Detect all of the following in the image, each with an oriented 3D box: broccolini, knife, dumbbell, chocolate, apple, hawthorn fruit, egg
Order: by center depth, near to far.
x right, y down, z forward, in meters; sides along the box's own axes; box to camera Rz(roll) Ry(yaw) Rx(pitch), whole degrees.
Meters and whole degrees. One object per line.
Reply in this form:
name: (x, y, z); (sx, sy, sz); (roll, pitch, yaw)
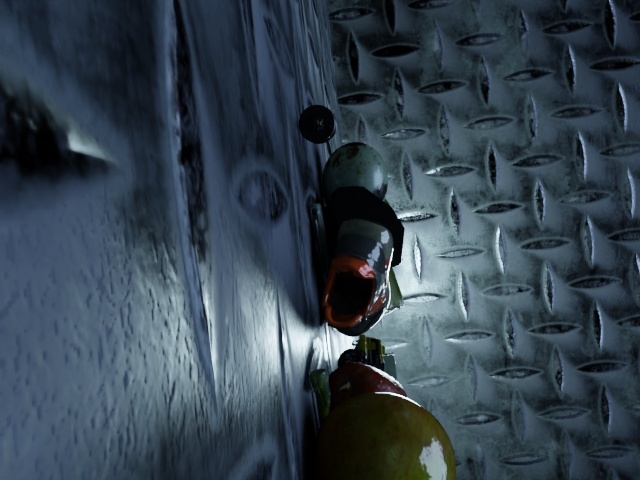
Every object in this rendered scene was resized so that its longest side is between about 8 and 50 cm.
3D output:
apple: (0.080, 0.303, 0.687); (0.196, 0.195, 0.196); (-6, 90, -85)
broccolini: (0.025, 0.307, 0.812); (0.071, 0.057, 0.255); (20, -57, 47)
hawthorn fruit: (0.065, 0.273, 0.891); (0.204, 0.162, 0.163); (59, 17, -28)
dumbbell: (-0.004, -0.217, 0.990); (0.147, 0.069, 0.069); (-60, 143, -82)
knife: (0.000, 0.000, 1.026); (0.044, 0.023, 0.162); (-87, 169, -53)
chocolate: (0.056, 0.009, 1.214); (0.177, 0.206, 0.224); (-44, -160, 37)
egg: (0.086, -0.133, 1.334); (0.169, 0.169, 0.231); (-58, 153, -81)

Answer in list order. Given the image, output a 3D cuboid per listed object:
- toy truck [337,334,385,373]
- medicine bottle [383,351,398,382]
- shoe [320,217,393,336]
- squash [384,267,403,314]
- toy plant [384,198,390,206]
toy truck: (0.089, 0.343, 1.102); (0.136, 0.111, 0.286); (77, 14, -61)
medicine bottle: (0.131, 0.408, 1.341); (0.250, 0.137, 0.141); (79, 7, -49)
shoe: (0.062, 0.124, 1.046); (0.337, 0.132, 0.171); (94, 17, -46)
squash: (0.075, 0.075, 1.361); (0.111, 0.203, 0.289); (-42, -115, 52)
toy plant: (0.118, -0.007, 1.569); (0.224, 0.184, 0.316); (50, 31, -30)
